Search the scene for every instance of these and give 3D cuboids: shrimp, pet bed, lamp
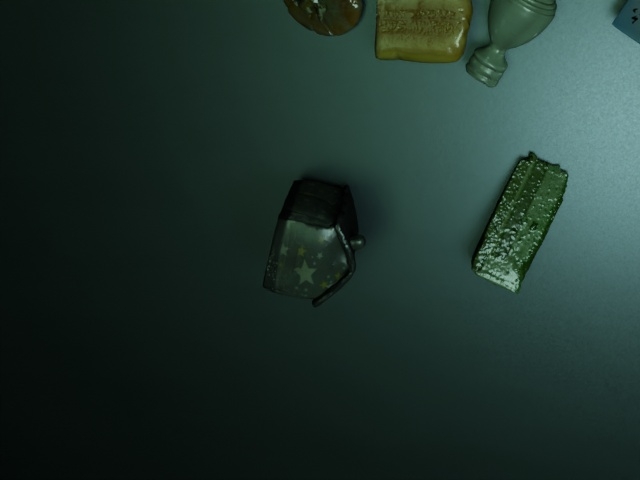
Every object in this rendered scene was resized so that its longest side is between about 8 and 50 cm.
[{"bbox_3d":[-0.025,-0.455,1.498,0.236,0.053,0.133,47,135,-7],"label":"shrimp"},{"bbox_3d":[0.000,0.000,1.555,0.159,0.211,0.183,15,112,2],"label":"pet bed"},{"bbox_3d":[0.306,-0.346,1.402,0.106,0.106,0.193,33,124,4],"label":"lamp"}]

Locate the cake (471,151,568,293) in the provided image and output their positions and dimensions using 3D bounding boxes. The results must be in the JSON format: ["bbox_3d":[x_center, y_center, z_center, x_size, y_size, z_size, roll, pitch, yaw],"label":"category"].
[{"bbox_3d":[0.347,-0.026,1.499,0.100,0.099,0.235,25,113,6],"label":"cake"}]

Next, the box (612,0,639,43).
[{"bbox_3d":[0.566,-0.318,1.269,0.142,0.083,0.232,-59,46,26],"label":"box"}]

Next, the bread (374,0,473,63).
[{"bbox_3d":[0.170,-0.366,1.440,0.173,0.085,0.134,8,107,16],"label":"bread"}]
